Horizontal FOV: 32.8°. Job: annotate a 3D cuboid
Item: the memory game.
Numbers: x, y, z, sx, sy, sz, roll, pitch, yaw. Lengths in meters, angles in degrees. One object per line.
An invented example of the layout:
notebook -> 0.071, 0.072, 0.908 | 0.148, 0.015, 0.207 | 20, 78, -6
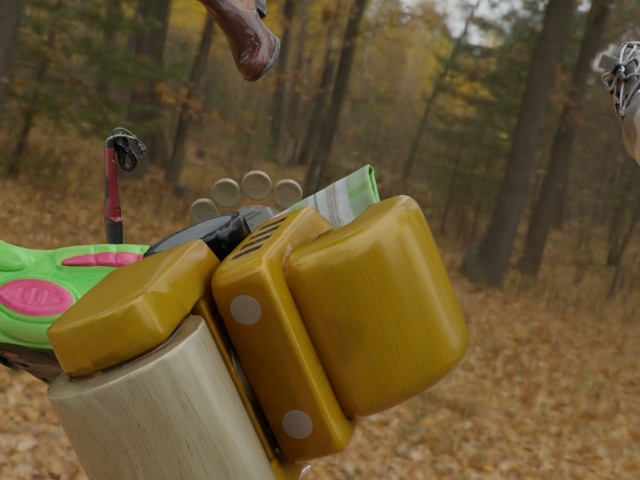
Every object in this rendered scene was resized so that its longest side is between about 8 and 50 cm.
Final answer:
memory game -> -0.076, 0.002, 1.329 | 0.186, 0.186, 0.012 | 12, 24, -1

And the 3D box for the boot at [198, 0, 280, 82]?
boot -> -0.201, -0.435, 1.944 | 0.096, 0.264, 0.280 | -30, -44, 30

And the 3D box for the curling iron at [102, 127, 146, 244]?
curling iron -> -0.325, -0.046, 1.773 | 0.068, 0.274, 0.035 | 2, 11, -18

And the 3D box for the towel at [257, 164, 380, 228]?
towel -> 0.000, 0.000, 1.108 | 0.152, 0.113, 0.023 | -29, -30, 29

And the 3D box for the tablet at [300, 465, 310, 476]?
tablet -> -0.051, 0.401, 1.795 | 0.006, 0.083, 0.054 | 52, -13, 14

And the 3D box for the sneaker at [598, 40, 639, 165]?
sneaker -> 0.340, -0.155, 1.162 | 0.115, 0.105, 0.281 | 37, 21, 7

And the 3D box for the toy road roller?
toy road roller -> -0.027, 0.080, 0.820 | 0.241, 0.202, 0.329 | -20, 12, 18

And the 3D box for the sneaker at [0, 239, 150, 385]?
sneaker -> -0.362, 0.086, 1.246 | 0.483, 0.185, 0.202 | 14, -38, 4
